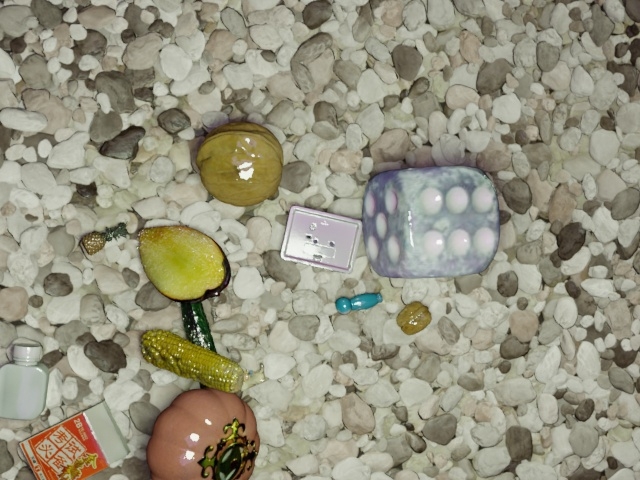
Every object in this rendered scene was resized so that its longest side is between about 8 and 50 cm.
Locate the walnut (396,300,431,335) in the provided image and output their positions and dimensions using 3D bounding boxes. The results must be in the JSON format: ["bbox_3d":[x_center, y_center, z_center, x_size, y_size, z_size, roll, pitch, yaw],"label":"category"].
[{"bbox_3d":[0.252,0.208,1.924,0.096,0.082,0.079,-37,66,-4],"label":"walnut"}]

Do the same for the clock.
[{"bbox_3d":[0.000,0.000,1.901,0.197,0.063,0.150,12,88,-6],"label":"clock"}]

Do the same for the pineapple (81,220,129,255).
[{"bbox_3d":[-0.551,-0.010,1.846,0.124,0.058,0.058,-28,93,-20],"label":"pineapple"}]

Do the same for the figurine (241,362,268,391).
[{"bbox_3d":[-0.181,0.361,1.888,0.083,0.047,0.051,-23,77,0],"label":"figurine"}]

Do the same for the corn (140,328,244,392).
[{"bbox_3d":[-0.324,0.299,1.782,0.320,0.097,0.097,16,87,29],"label":"corn"}]

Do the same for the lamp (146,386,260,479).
[{"bbox_3d":[-0.298,0.506,1.770,0.305,0.239,0.305,-9,102,-47],"label":"lamp"}]

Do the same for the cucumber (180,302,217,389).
[{"bbox_3d":[-0.315,0.247,1.859,0.067,0.067,0.294,-15,91,-7],"label":"cucumber"}]

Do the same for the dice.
[{"bbox_3d":[0.274,-0.046,1.809,0.270,0.271,0.270,-4,91,-21],"label":"dice"}]

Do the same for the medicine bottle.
[{"bbox_3d":[-0.749,0.354,1.802,0.119,0.069,0.183,7,90,-6],"label":"medicine bottle"}]

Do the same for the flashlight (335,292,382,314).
[{"bbox_3d":[0.103,0.165,1.919,0.129,0.051,0.051,-14,91,-9],"label":"flashlight"}]

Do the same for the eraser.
[{"bbox_3d":[-0.626,0.531,1.831,0.230,0.038,0.157,-26,92,-6],"label":"eraser"}]

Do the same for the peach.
[{"bbox_3d":[-0.356,0.060,1.847,0.279,0.068,0.189,36,76,14],"label":"peach"}]

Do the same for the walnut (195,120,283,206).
[{"bbox_3d":[-0.204,-0.195,1.812,0.228,0.228,0.228,0,89,-7],"label":"walnut"}]
